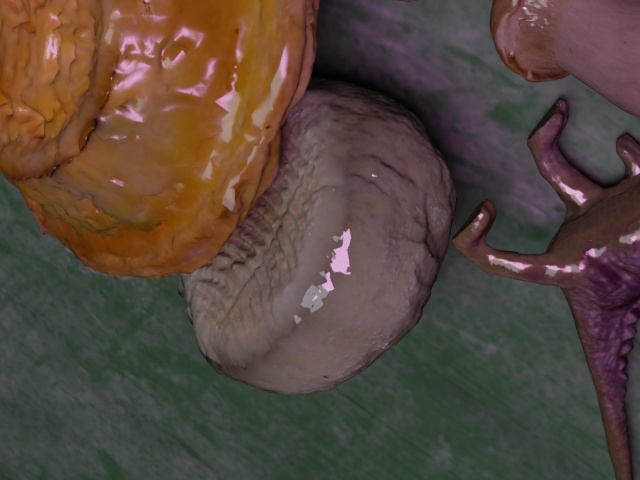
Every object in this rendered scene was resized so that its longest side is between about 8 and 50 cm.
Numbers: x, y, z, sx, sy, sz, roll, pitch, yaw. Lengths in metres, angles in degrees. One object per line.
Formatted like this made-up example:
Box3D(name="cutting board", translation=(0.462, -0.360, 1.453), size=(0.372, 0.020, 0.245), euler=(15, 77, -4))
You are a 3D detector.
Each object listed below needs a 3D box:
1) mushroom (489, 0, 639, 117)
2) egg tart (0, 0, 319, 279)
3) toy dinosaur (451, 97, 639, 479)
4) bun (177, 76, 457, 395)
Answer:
Box3D(name="mushroom", translation=(0.194, -0.100, 0.949), size=(0.213, 0.097, 0.088), euler=(15, 90, 26))
Box3D(name="egg tart", translation=(-0.118, -0.113, 1.042), size=(0.288, 0.118, 0.288), euler=(-4, 85, 46))
Box3D(name="toy dinosaur", translation=(0.171, 0.030, 1.040), size=(0.200, 0.072, 0.251), euler=(34, 116, -4))
Box3D(name="bun", translation=(0.000, 0.000, 1.068), size=(0.195, 0.118, 0.195), euler=(-26, 57, 48))
